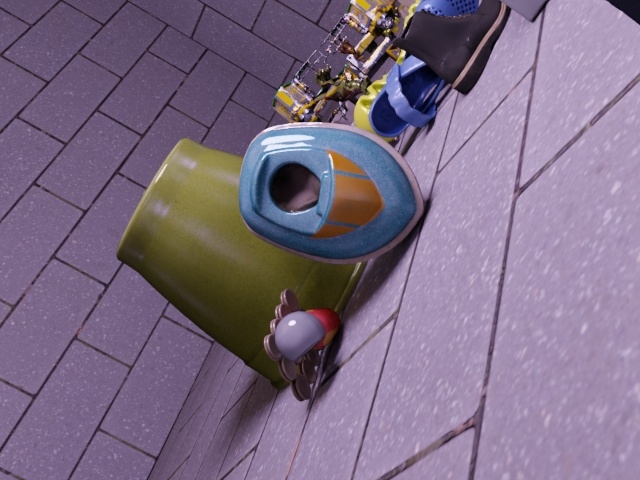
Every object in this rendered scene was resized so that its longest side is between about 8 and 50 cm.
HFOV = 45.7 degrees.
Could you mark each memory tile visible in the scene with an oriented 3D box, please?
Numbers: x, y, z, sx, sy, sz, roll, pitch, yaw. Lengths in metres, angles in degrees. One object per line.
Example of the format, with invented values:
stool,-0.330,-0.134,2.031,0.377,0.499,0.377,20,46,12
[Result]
memory tile,-0.036,0.146,1.073,0.012,0.113,0.148,-25,22,22

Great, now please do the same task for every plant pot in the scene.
plant pot,-0.139,0.008,1.301,0.366,0.353,0.366,-58,8,14

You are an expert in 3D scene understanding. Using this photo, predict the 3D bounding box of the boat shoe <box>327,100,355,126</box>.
boat shoe,0.060,-0.214,1.754,0.158,0.127,0.340,-64,-2,20

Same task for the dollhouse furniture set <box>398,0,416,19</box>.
dollhouse furniture set,0.237,-0.775,1.967,0.303,0.286,0.198,-43,15,26

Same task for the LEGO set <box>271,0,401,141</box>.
LEGO set,0.089,-0.286,1.436,0.331,0.192,0.255,-48,-16,0

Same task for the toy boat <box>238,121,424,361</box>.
toy boat,0.000,0.000,1.028,0.148,0.267,0.318,-9,-75,-70

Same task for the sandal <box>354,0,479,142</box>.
sandal,0.186,-0.303,1.294,0.317,0.126,0.138,-63,23,1

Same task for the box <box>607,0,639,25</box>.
box,0.182,-0.293,0.414,0.179,0.343,0.312,-50,12,45

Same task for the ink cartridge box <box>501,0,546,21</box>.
ink cartridge box,0.224,-0.404,1.037,0.087,0.208,0.153,-53,11,26

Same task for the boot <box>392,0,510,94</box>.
boot,0.205,-0.338,1.164,0.198,0.137,0.077,-64,9,-29
